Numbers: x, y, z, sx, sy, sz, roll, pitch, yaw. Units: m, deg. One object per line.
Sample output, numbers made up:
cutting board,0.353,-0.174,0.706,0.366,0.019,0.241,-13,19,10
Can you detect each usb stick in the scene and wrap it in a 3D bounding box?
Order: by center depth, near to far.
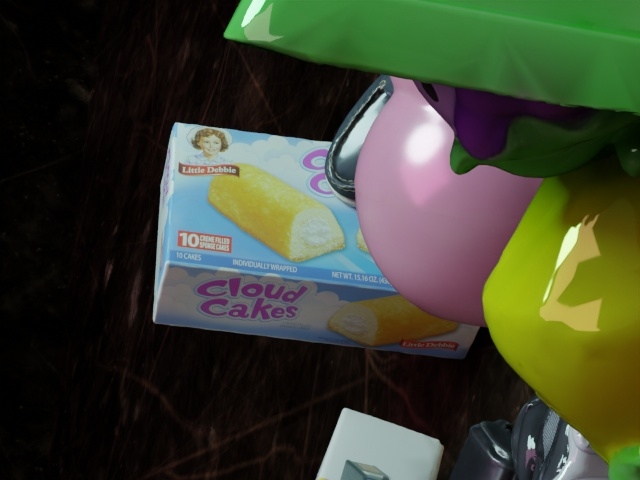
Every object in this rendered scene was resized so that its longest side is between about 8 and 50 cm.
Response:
usb stick,0.093,0.266,1.271,0.278,0.045,0.077,-70,23,15

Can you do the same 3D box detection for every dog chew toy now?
dog chew toy,0.131,-0.113,1.133,0.206,0.206,0.332,-141,53,-70

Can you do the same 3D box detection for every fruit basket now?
fruit basket,0.138,-0.043,0.838,0.392,0.283,0.392,14,-90,-69

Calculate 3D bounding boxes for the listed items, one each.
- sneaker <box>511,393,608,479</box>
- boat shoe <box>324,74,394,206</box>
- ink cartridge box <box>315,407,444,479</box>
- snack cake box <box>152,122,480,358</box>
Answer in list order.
sneaker,0.191,0.085,1.036,0.269,0.101,0.153,-64,6,-2
boat shoe,0.101,-0.124,1.328,0.254,0.095,0.079,-36,-13,6
ink cartridge box,0.017,0.261,1.303,0.212,0.093,0.154,-66,-5,-47
snack cake box,0.000,0.000,1.388,0.089,0.264,0.152,109,165,-51
